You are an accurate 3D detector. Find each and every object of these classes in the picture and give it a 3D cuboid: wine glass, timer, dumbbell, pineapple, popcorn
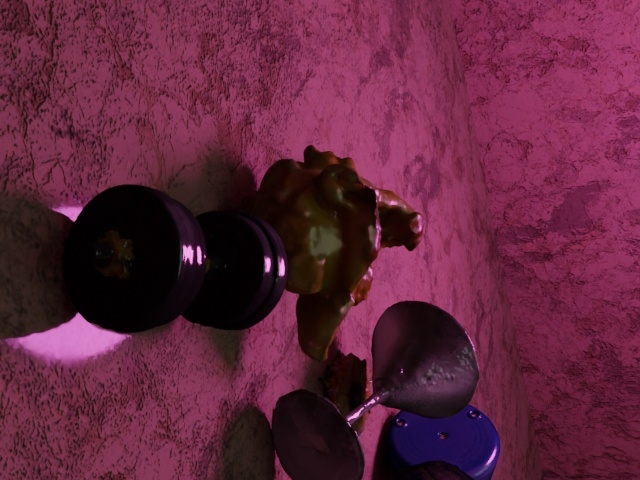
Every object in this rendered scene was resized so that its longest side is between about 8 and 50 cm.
[{"bbox_3d":[0.107,0.305,1.528,0.406,0.267,0.267,-26,109,-51],"label":"wine glass"},{"bbox_3d":[0.300,0.617,1.996,0.270,0.270,0.384,-61,154,-51],"label":"timer"},{"bbox_3d":[-0.184,0.033,1.076,0.388,0.185,0.185,13,73,-64],"label":"dumbbell"},{"bbox_3d":[0.060,0.336,1.712,0.221,0.047,0.221,19,69,-62],"label":"pineapple"},{"bbox_3d":[-0.010,0.005,1.407,0.321,0.290,0.326,-51,176,-6],"label":"popcorn"}]

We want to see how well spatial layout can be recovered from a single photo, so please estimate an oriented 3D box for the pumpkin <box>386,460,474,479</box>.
[{"bbox_3d":[0.210,0.612,1.660,0.241,0.323,0.323,60,9,34],"label":"pumpkin"}]
